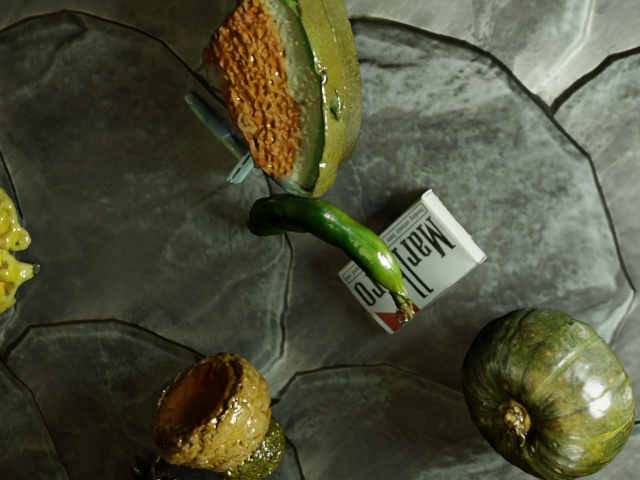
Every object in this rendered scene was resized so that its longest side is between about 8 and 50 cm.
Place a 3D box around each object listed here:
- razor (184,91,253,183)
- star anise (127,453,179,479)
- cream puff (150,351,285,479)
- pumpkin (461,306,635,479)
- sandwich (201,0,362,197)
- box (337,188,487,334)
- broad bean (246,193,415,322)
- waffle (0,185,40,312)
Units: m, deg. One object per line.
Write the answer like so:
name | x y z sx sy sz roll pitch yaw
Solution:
razor | -0.137 -0.147 1.833 0.135 0.040 0.068 48 125 11
star anise | -0.265 0.389 2.114 0.129 0.056 0.124 -21 99 35
cream puff | -0.129 0.273 1.942 0.183 0.183 0.169 -18 128 34
pumpkin | 0.277 0.184 1.654 0.224 0.157 0.223 27 133 32
sandwich | -0.042 -0.198 1.716 0.212 0.109 0.292 -17 98 41
box | 0.116 0.030 1.756 0.115 0.036 0.177 49 125 4
broad bean | 0.000 0.000 1.750 0.292 0.049 0.144 29 148 31
waffle | -0.633 -0.022 2.146 0.382 0.095 0.379 -38 86 33
